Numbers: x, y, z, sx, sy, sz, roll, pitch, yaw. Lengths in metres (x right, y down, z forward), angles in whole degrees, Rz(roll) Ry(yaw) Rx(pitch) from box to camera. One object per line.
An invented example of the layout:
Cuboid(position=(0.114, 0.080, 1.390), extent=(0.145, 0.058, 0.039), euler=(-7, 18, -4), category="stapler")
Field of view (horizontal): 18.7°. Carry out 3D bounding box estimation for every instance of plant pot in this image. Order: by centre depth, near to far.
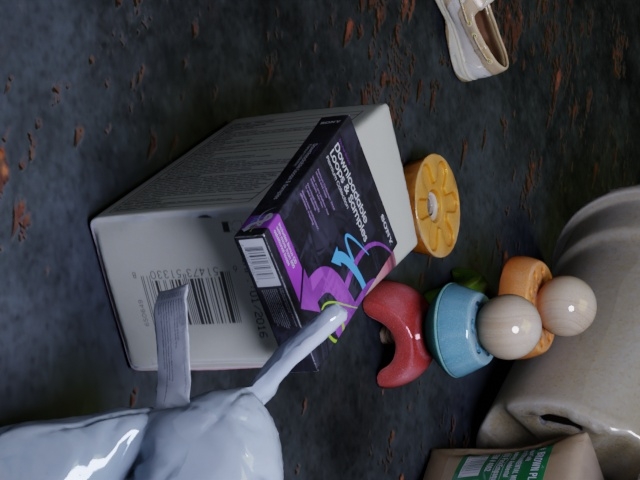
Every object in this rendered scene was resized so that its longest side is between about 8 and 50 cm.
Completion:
Cuboid(position=(0.327, 0.163, 2.014), extent=(0.305, 0.334, 0.333), euler=(-48, 129, -40), category="plant pot")

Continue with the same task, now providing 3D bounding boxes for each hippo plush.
Cuboid(position=(-0.114, 0.208, 1.327), extent=(0.236, 0.234, 0.294), euler=(85, 13, -65), category="hippo plush")

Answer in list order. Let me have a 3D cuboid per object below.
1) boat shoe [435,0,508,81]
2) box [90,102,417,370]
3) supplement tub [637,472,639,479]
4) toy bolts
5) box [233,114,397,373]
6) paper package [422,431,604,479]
Cuboid(position=(0.153, -0.244, 1.972), extent=(0.063, 0.059, 0.170), euler=(-52, 131, -51), category="boat shoe")
Cuboid(position=(-0.044, -0.005, 1.483), extent=(0.232, 0.149, 0.126), euler=(-41, 121, -56), category="box")
Cuboid(position=(0.355, 0.338, 1.710), extent=(0.316, 0.228, 0.228), euler=(-69, 143, -51), category="supplement tub")
Cuboid(position=(0.153, 0.035, 1.830), extent=(0.228, 0.158, 0.218), euler=(-41, 122, -56), category="toy bolts")
Cuboid(position=(0.000, 0.000, 1.376), extent=(0.162, 0.029, 0.116), euler=(-58, 134, -49), category="box")
Cuboid(position=(0.186, 0.392, 1.800), extent=(0.325, 0.168, 0.309), euler=(-64, 140, -53), category="paper package")
